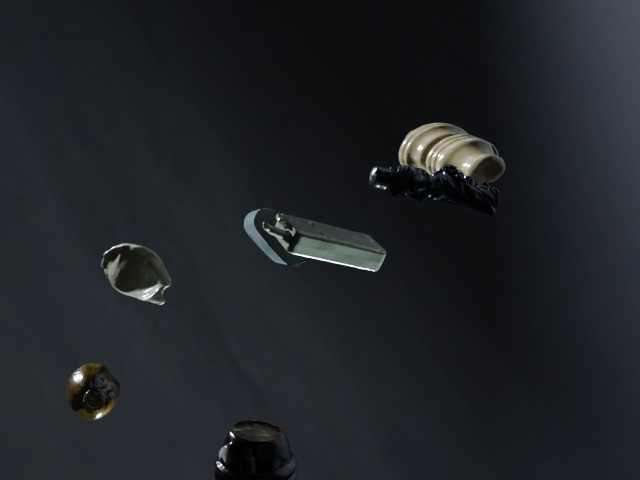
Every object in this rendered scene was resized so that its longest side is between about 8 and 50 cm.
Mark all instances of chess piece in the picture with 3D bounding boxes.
[{"bbox_3d":[0.262,-0.156,1.590,0.307,0.139,0.124,-125,52,-73],"label":"chess piece"}]

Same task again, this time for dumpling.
[{"bbox_3d":[-0.461,0.077,2.078,0.199,0.118,0.136,37,104,-1],"label":"dumpling"}]

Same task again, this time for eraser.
[{"bbox_3d":[-0.120,-0.009,2.167,0.174,0.081,0.227,51,170,-7],"label":"eraser"}]

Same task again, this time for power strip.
[{"bbox_3d":[0.000,0.000,1.670,0.093,0.288,0.053,49,120,51],"label":"power strip"}]

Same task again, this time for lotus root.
[{"bbox_3d":[-0.522,0.343,1.877,0.120,0.120,0.209,64,172,-11],"label":"lotus root"}]

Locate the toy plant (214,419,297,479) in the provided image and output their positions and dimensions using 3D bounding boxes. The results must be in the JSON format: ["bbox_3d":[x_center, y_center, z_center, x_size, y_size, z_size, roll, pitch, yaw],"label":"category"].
[{"bbox_3d":[-0.134,0.516,1.756,0.218,0.176,0.235,15,108,44],"label":"toy plant"}]

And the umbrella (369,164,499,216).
[{"bbox_3d":[0.191,-0.096,1.383,0.080,0.224,0.071,-125,45,-70],"label":"umbrella"}]
